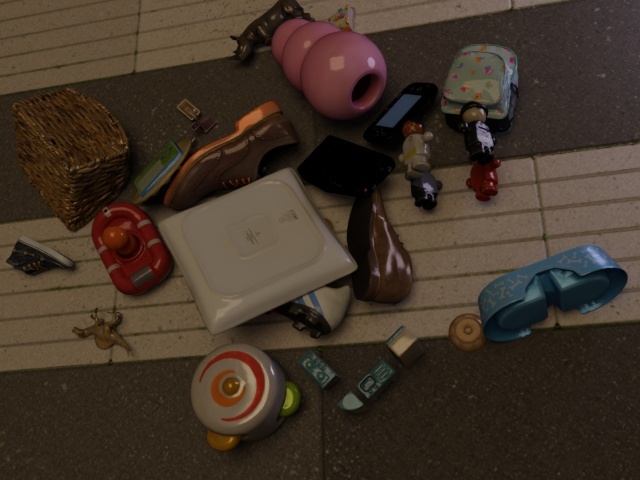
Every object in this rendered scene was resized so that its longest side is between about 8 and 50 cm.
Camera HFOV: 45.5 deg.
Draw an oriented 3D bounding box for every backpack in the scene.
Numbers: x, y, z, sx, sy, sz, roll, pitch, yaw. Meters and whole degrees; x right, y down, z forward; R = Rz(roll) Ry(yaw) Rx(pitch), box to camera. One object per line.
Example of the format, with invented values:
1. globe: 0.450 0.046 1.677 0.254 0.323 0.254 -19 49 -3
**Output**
1. backpack: 0.364 -0.354 1.725 0.166 0.144 0.188 9 68 24

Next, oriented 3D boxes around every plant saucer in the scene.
1. plant saucer: 0.309 0.190 1.590 0.084 0.015 0.083 -5 67 13

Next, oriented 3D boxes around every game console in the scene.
1. game console: 0.125 -0.245 1.766 0.361 0.044 0.213 -47 44 -16

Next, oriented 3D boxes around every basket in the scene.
1. basket: -0.623 -0.217 1.954 0.214 0.223 0.299 -28 59 -34

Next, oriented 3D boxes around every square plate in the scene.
1. square plate: -0.147 0.000 1.667 0.344 0.049 0.347 -24 54 -12

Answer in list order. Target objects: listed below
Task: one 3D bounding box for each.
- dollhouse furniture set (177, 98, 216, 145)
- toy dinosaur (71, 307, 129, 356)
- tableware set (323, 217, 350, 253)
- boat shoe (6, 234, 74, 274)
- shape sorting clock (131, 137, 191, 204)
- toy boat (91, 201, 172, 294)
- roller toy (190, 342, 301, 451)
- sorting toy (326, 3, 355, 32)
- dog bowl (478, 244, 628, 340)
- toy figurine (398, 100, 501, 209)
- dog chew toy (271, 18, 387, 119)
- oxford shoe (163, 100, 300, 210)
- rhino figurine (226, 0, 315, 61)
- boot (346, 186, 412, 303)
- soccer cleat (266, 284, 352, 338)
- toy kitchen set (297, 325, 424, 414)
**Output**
1. dollhouse furniture set: -0.342 -0.315 1.925 0.091 0.081 0.114 -46 65 -6
2. toy dinosaur: -0.494 0.212 1.782 0.183 0.053 0.092 13 88 27
3. tableware set: 0.000 0.000 1.745 0.154 0.024 0.104 29 75 24
4. boat shoe: -0.693 0.054 1.884 0.184 0.065 0.083 20 76 28
5. shape sorting clock: -0.383 -0.167 1.845 0.206 0.040 0.206 -34 31 24
6. toy boat: -0.460 0.007 1.789 0.151 0.151 0.231 -34 65 -1
7. roller toy: -0.169 0.317 1.592 0.209 0.146 0.191 -36 64 -1
8. sorting toy: 0.048 -0.559 1.949 0.075 0.045 0.083 -13 65 30
9. dog bowl: 0.451 0.102 1.514 0.297 0.166 0.074 -22 54 5
10. toy figurine: 0.277 -0.182 1.642 0.210 0.213 0.148 -10 57 13
11. dog chew toy: 0.003 -0.426 1.822 0.206 0.206 0.332 -45 54 -6
12. oxford shoe: -0.214 -0.172 1.815 0.364 0.130 0.132 -39 82 7
13. rhino figurine: -0.141 -0.537 1.966 0.243 0.073 0.106 -34 62 2
14. boot: 0.131 0.005 1.682 0.115 0.112 0.305 12 56 -21
15. soccer cleat: -0.082 0.098 1.692 0.331 0.116 0.143 26 56 24
16. toy kitchen set: 0.078 0.235 1.573 0.207 0.122 0.166 -45 65 -6
